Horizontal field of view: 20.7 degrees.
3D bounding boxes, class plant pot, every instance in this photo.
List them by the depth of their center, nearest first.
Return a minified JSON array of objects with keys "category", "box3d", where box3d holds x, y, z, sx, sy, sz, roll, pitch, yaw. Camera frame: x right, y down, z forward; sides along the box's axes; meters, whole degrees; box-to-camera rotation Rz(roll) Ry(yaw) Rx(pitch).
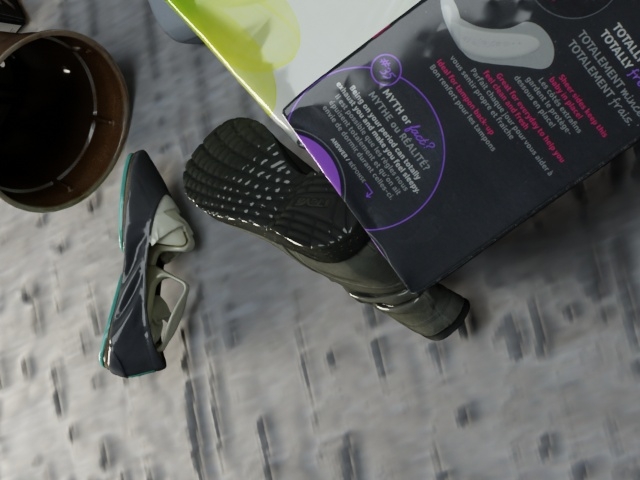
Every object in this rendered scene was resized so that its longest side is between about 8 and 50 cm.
[{"category":"plant pot","box3d":[-0.292,-0.125,1.618,0.165,0.167,0.167,20,100,45]}]

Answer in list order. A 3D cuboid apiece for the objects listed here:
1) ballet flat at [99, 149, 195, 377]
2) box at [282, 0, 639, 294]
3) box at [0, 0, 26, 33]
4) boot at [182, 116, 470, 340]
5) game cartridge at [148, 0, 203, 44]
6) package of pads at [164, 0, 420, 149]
[{"category":"ballet flat","box3d":[-0.147,0.022,1.550,0.074,0.074,0.203,2,82,39]},{"category":"box","box3d":[0.136,-0.111,1.217,0.270,0.143,0.165,-36,90,18]},{"category":"box","box3d":[-0.458,-0.243,1.810,0.293,0.073,0.295,-42,62,28]},{"category":"boot","box3d":[0.000,0.000,1.377,0.083,0.161,0.246,-51,39,-6]},{"category":"game cartridge","box3d":[-0.091,-0.332,1.534,0.198,0.062,0.297,-16,77,33]},{"category":"package of pads","box3d":[0.027,-0.241,1.363,0.296,0.101,0.229,-47,74,20]}]
